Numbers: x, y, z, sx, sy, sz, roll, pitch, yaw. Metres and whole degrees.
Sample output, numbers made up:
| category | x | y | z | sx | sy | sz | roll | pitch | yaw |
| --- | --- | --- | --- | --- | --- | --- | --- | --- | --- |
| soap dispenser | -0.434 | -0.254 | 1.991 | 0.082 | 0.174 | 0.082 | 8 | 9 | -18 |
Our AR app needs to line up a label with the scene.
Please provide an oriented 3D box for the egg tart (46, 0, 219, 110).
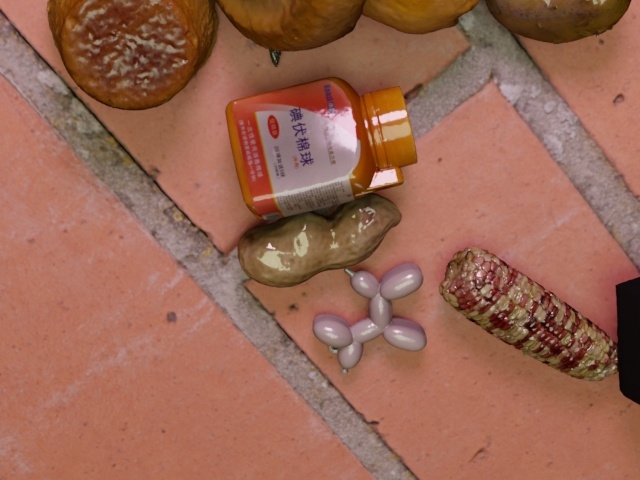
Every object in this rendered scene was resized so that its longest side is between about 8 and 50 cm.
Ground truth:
| category | x | y | z | sx | sy | sz | roll | pitch | yaw |
| --- | --- | --- | --- | --- | --- | --- | --- | --- | --- |
| egg tart | -0.224 | -0.254 | 1.083 | 0.215 | 0.171 | 0.215 | -5 | 120 | -9 |

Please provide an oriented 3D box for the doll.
| category | x | y | z | sx | sy | sz | roll | pitch | yaw |
| --- | --- | --- | --- | --- | --- | --- | --- | --- | --- |
| doll | 0.068 | 0.111 | 1.259 | 0.159 | 0.059 | 0.161 | -4 | 108 | 0 |

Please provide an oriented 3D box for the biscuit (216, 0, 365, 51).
| category | x | y | z | sx | sy | sz | roll | pitch | yaw |
| --- | --- | --- | --- | --- | --- | --- | --- | --- | --- |
| biscuit | -0.054 | -0.356 | 0.993 | 0.102 | 0.296 | 0.297 | -19 | 111 | -35 |

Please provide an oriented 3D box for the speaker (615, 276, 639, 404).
| category | x | y | z | sx | sy | sz | roll | pitch | yaw |
| --- | --- | --- | --- | --- | --- | --- | --- | --- | --- |
| speaker | 0.552 | 0.139 | 1.148 | 0.232 | 0.254 | 0.184 | -15 | 108 | -18 |

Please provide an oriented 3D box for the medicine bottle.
| category | x | y | z | sx | sy | sz | roll | pitch | yaw |
| --- | --- | --- | --- | --- | --- | --- | --- | --- | --- |
| medicine bottle | 0.003 | -0.122 | 1.137 | 0.222 | 0.112 | 0.150 | -13 | 80 | 3 |

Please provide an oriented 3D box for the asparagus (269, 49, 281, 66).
| category | x | y | z | sx | sy | sz | roll | pitch | yaw |
| --- | --- | --- | --- | --- | --- | --- | --- | --- | --- |
| asparagus | -0.081 | -0.336 | 1.137 | 0.023 | 0.022 | 0.233 | -22 | 107 | -24 |

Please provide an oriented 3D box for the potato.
| category | x | y | z | sx | sy | sz | roll | pitch | yaw |
| --- | --- | --- | --- | --- | --- | --- | --- | --- | --- |
| potato | 0.293 | -0.311 | 1.102 | 0.175 | 0.137 | 0.137 | 17 | 107 | 14 |

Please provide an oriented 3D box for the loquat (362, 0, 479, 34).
| category | x | y | z | sx | sy | sz | roll | pitch | yaw |
| --- | --- | --- | --- | --- | --- | --- | --- | --- | --- |
| loquat | 0.106 | -0.361 | 1.042 | 0.238 | 0.193 | 0.239 | 3 | 99 | 16 |

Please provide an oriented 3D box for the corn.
| category | x | y | z | sx | sy | sz | roll | pitch | yaw |
| --- | --- | --- | --- | --- | --- | --- | --- | --- | --- |
| corn | 0.296 | 0.109 | 1.247 | 0.289 | 0.098 | 0.098 | 31 | 104 | -14 |

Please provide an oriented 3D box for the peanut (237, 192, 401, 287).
| category | x | y | z | sx | sy | sz | roll | pitch | yaw |
| --- | --- | --- | --- | --- | --- | --- | --- | --- | --- |
| peanut | 0.000 | -0.001 | 1.206 | 0.227 | 0.086 | 0.104 | -16 | 133 | 1 |
